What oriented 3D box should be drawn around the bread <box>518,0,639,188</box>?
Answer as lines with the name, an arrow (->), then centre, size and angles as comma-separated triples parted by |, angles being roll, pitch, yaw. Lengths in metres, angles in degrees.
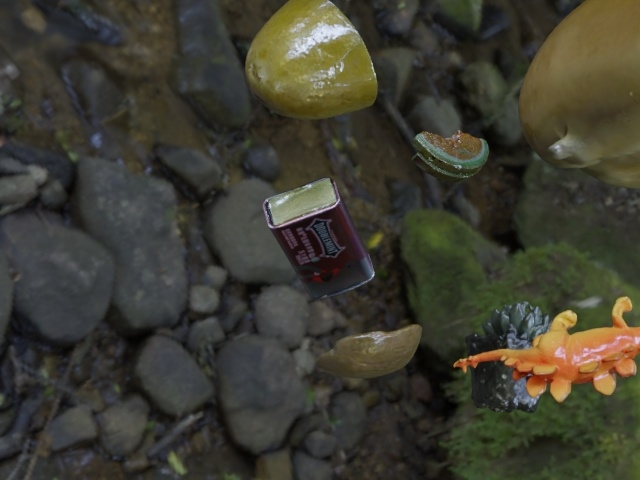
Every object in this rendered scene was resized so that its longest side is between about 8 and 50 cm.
bread -> 0.461, -0.216, 1.266 | 0.348, 0.376, 0.253 | 5, 80, -24

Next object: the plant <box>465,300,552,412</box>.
plant -> 0.332, 0.205, 1.878 | 0.129, 0.132, 0.195 | 22, 71, -34

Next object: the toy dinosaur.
toy dinosaur -> 0.288, 0.140, 1.253 | 0.117, 0.288, 0.070 | -73, 144, -55

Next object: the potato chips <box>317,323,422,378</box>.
potato chips -> 0.093, 0.205, 1.868 | 0.208, 0.195, 0.062 | 62, 9, -72

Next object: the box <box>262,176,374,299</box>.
box -> 0.000, 0.000, 1.644 | 0.224, 0.120, 0.069 | 65, 8, -54

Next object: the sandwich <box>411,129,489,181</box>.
sandwich -> 0.171, -0.109, 1.343 | 0.135, 0.029, 0.067 | -13, 71, -41

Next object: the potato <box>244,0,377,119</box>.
potato -> -0.036, -0.258, 1.582 | 0.158, 0.178, 0.203 | -29, 89, -23
